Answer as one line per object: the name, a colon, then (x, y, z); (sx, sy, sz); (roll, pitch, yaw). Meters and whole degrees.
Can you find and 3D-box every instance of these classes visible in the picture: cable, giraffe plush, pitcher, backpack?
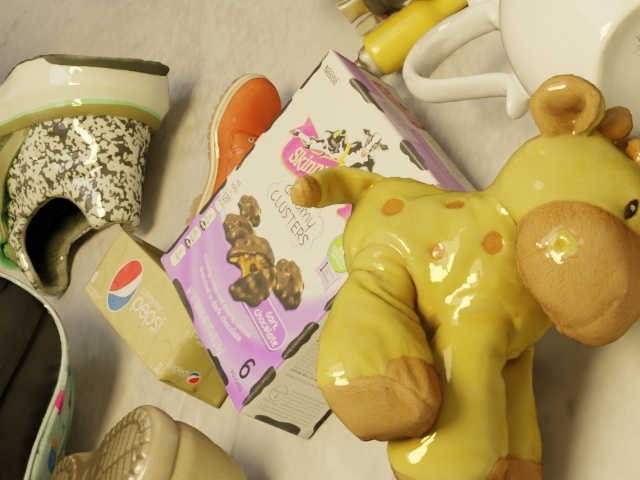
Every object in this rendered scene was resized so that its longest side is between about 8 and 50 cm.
cable: (0.127, -0.205, 0.988); (0.287, 0.072, 0.139); (-25, 26, 24)
giraffe plush: (0.103, 0.016, 0.725); (0.170, 0.181, 0.210); (-26, 61, 24)
pitcher: (0.137, -0.118, 0.811); (0.177, 0.125, 0.207); (-42, 28, 10)
backpack: (-0.306, 0.145, 1.100); (0.191, 0.225, 0.254); (101, -176, -71)

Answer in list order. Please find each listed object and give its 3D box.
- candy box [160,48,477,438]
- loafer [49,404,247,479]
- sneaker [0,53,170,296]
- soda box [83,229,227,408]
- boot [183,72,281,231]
candy box: (0.000, 0.000, 0.936); (0.196, 0.070, 0.165); (-50, 42, 15)
loafer: (-0.133, 0.193, 0.965); (0.268, 0.092, 0.102); (-38, 30, 56)
sneaker: (-0.286, -0.031, 1.316); (0.410, 0.158, 0.182); (-24, 64, 48)
soda box: (-0.116, 0.056, 1.076); (0.061, 0.058, 0.181); (-57, 32, 3)
boot: (-0.047, -0.056, 1.079); (0.084, 0.059, 0.158); (-5, 69, 48)
